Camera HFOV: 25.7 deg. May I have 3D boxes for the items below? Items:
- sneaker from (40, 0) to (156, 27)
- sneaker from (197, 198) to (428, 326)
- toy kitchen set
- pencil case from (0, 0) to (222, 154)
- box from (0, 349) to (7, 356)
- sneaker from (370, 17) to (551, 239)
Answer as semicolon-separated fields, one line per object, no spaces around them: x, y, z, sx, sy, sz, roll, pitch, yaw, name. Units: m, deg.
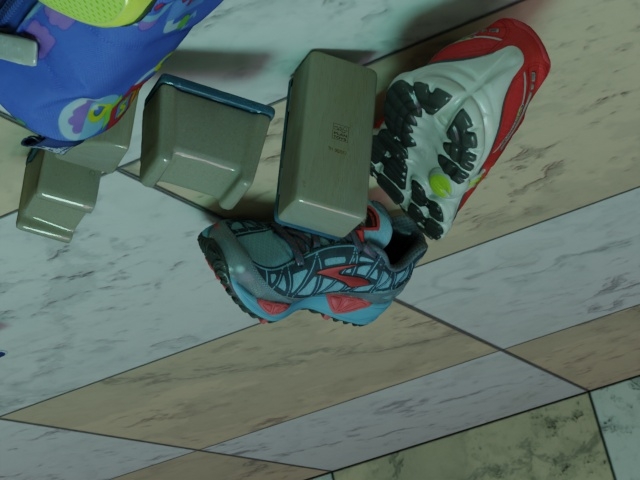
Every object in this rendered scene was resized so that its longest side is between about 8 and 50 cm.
-0.151;-0.148;0.552;0.081;0.094;0.208;-27;123;38;sneaker
0.000;0.000;1.257;0.125;0.104;0.262;-44;153;25;sneaker
-0.090;-0.063;1.000;0.207;0.122;0.166;16;151;-19;toy kitchen set
-0.073;-0.160;0.664;0.306;0.119;0.133;-34;-179;43;pencil case
-0.414;0.098;1.296;0.136;0.036;0.225;-23;158;26;box
0.105;-0.083;1.049;0.118;0.107;0.279;-41;179;-15;sneaker
